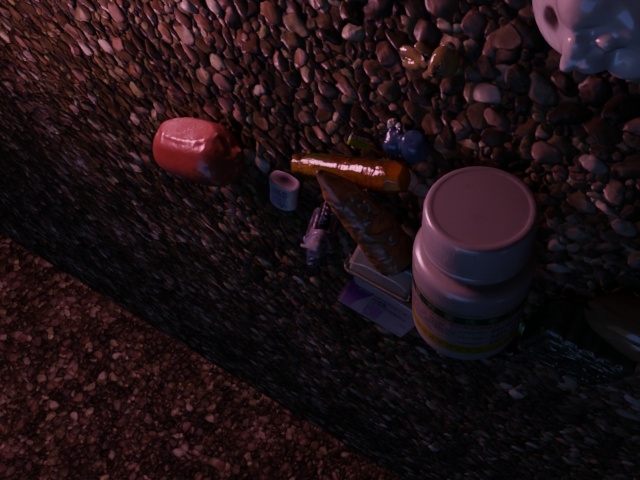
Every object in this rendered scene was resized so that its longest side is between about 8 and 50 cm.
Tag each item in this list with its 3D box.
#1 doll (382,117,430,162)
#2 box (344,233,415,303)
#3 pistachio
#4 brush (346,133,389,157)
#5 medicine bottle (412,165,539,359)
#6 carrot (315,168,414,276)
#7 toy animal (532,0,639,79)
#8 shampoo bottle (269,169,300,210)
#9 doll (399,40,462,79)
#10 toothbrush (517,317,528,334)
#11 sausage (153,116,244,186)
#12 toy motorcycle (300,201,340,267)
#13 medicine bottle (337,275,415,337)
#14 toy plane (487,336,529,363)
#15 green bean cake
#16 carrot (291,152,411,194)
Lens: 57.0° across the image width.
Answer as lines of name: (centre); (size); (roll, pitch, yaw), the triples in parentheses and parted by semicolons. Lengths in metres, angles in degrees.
doll: (0.148, -0.161, 1.006); (0.083, 0.051, 0.076); (18, 153, 23)
box: (0.149, 0.037, 1.245); (0.172, 0.124, 0.093); (28, 141, 9)
pistachio: (0.549, 0.148, 1.016); (0.185, 0.126, 0.108); (26, 111, 16)
brush: (0.090, -0.172, 1.078); (0.083, 0.021, 0.019); (19, 151, -10)
medicine bottle: (0.266, 0.048, 1.037); (0.208, 0.208, 0.340); (21, 150, 22)
carrot: (0.076, -0.040, 1.091); (0.263, 0.102, 0.101); (45, 150, -26)
toy animal: (0.332, -0.263, 0.531); (0.289, 0.174, 0.249); (11, 156, 34)
shampoo bottle: (-0.082, -0.108, 1.333); (0.072, 0.043, 0.099); (28, 152, 12)
doll: (0.161, -0.263, 0.858); (0.093, 0.051, 0.062); (48, 170, 47)
toothbrush: (0.443, 0.191, 1.273); (0.304, 0.030, 0.030); (44, 150, -24)
sausage: (-0.271, -0.195, 1.293); (0.254, 0.148, 0.148); (17, 148, 30)
toy motorcycle: (0.000, 0.000, 1.332); (0.080, 0.123, 0.215); (16, 151, 0)
medicine bottle: (0.154, 0.152, 1.485); (0.201, 0.052, 0.171); (32, 151, 1)
toy plane: (0.391, 0.252, 1.379); (0.135, 0.062, 0.188); (18, 164, -29)
green bean cake: (0.500, 0.205, 1.151); (0.183, 0.094, 0.185); (27, 163, 9)
carrot: (0.050, -0.132, 1.128); (0.260, 0.070, 0.070); (12, 145, 35)
